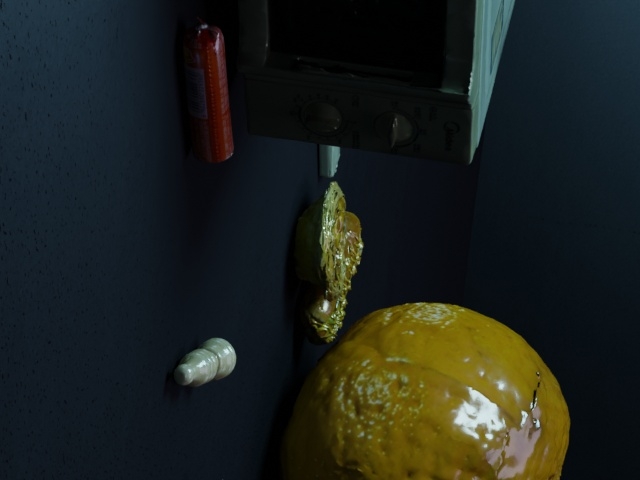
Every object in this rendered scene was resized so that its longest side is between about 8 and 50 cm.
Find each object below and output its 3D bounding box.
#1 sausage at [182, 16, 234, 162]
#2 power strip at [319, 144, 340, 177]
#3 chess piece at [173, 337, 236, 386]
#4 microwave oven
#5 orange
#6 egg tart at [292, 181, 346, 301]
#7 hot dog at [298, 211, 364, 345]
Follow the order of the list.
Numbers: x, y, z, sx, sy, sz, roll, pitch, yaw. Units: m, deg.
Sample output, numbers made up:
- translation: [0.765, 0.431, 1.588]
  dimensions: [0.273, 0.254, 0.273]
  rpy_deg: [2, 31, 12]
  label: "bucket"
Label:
- translation: [-0.087, -0.117, 1.389]
  dimensions: [0.129, 0.034, 0.034]
  rpy_deg: [87, 16, -45]
  label: "sausage"
- translation: [0.010, -0.109, 1.948]
  dimensions: [0.090, 0.016, 0.040]
  rpy_deg: [89, 14, -45]
  label: "power strip"
- translation: [-0.100, 0.104, 1.508]
  dimensions: [0.092, 0.035, 0.035]
  rpy_deg: [-19, 117, -74]
  label: "chess piece"
- translation: [0.042, -0.281, 1.443]
  dimensions: [0.355, 0.218, 0.286]
  rpy_deg: [87, 14, -46]
  label: "microwave oven"
- translation: [0.103, 0.228, 1.968]
  dimensions: [0.341, 0.293, 0.341]
  rpy_deg: [-52, 160, -28]
  label: "orange"
- translation: [0.000, 0.000, 1.906]
  dimensions: [0.129, 0.049, 0.129]
  rpy_deg: [3, 90, -81]
  label: "egg tart"
- translation: [0.012, 0.043, 2.003]
  dimensions: [0.071, 0.045, 0.165]
  rpy_deg: [87, 16, -51]
  label: "hot dog"
